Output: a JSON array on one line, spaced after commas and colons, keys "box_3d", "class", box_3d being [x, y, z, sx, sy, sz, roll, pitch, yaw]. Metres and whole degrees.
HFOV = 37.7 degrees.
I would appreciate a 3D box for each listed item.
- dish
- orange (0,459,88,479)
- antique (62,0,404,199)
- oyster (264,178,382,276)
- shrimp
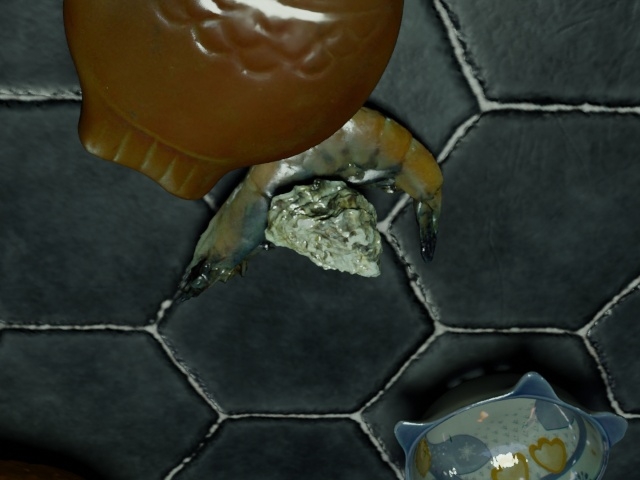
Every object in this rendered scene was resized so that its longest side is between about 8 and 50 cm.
[{"box_3d": [0.185, 0.193, 0.968, 0.236, 0.086, 0.228, -5, 126, 2], "class": "dish"}, {"box_3d": [-0.367, 0.402, 0.956, 0.423, 0.326, 0.424, -4, 146, -3], "class": "orange"}, {"box_3d": [-0.063, -0.163, 0.657, 0.223, 0.129, 0.278, 22, 123, -19], "class": "antique"}, {"box_3d": [0.005, -0.004, 0.784, 0.100, 0.037, 0.098, -7, 127, -9], "class": "oyster"}, {"box_3d": [0.000, 0.000, 0.835, 0.198, 0.051, 0.262, 30, 117, -23], "class": "shrimp"}]
